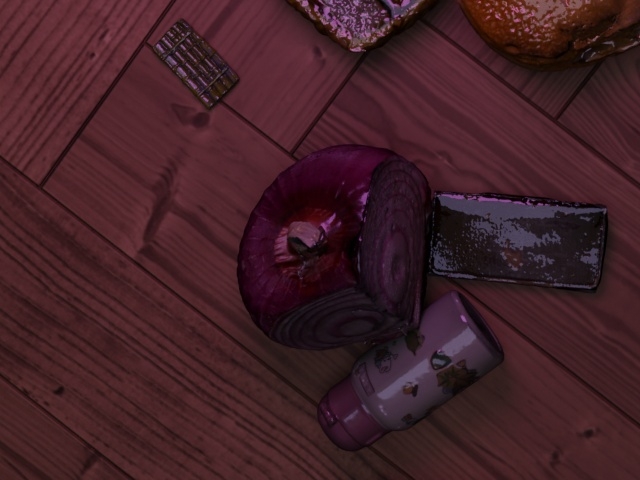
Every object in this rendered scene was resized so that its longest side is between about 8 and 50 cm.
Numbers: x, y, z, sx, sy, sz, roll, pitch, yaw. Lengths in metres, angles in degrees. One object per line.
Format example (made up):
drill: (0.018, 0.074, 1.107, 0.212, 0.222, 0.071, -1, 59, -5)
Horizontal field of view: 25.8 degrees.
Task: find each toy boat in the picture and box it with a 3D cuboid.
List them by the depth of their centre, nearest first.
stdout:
toy boat: (-0.167, -0.237, 1.872, 0.063, 0.016, 0.115, -44, 90, 11)

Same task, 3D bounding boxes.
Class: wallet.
wallet: (0.257, -0.001, 1.838, 0.232, 0.031, 0.122, 6, 102, 9)

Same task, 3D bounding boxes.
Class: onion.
onion: (0.009, 0.007, 1.773, 0.230, 0.256, 0.272, -3, 136, 35)

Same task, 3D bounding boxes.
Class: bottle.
bottle: (0.110, 0.181, 1.835, 0.253, 0.120, 0.120, -37, 91, 12)

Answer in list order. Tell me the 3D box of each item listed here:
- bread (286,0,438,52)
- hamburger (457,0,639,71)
bread: (0.039, -0.351, 1.791, 0.181, 0.096, 0.222, -42, 92, 10)
hamburger: (0.298, -0.359, 1.719, 0.289, 0.170, 0.314, -26, 94, 13)
